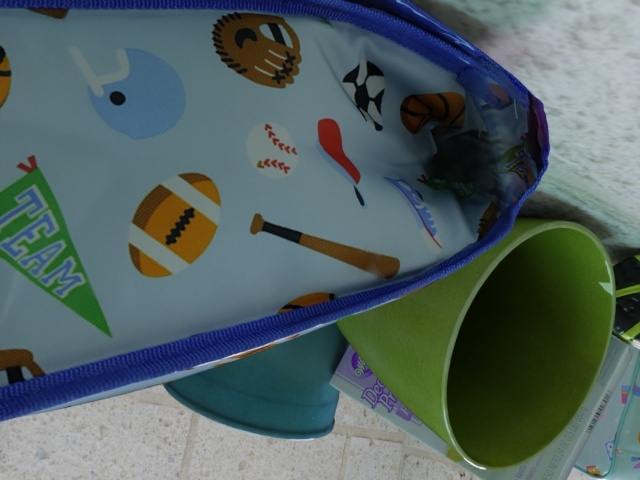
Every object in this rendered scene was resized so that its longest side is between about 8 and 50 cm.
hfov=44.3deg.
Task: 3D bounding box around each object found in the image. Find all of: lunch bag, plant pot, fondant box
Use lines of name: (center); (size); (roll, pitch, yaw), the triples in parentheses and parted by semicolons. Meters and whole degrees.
lunch bag: (-0.091, -0.032, 0.532); (0.385, 0.239, 0.328); (-9, 179, -29)
plant pot: (-0.072, 0.122, 1.178); (0.272, 0.255, 0.271); (17, -173, -2)
fondant box: (0.210, 0.176, 1.066); (0.330, 0.238, 0.096); (27, 178, 29)
plant pot: (0.141, 0.077, 0.932); (0.275, 0.274, 0.293); (20, -178, -40)
lunch bag: (0.455, 0.231, 1.265); (0.108, 0.279, 0.224); (16, 179, -21)

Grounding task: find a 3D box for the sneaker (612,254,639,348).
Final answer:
sneaker: (0.525, 0.105, 0.968); (0.385, 0.145, 0.147); (20, 177, 6)
